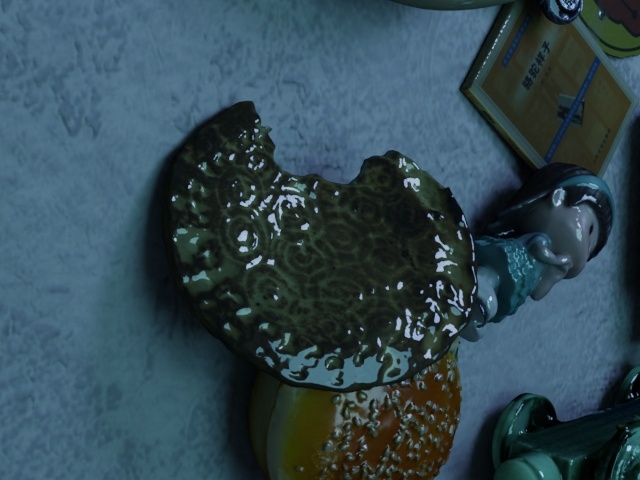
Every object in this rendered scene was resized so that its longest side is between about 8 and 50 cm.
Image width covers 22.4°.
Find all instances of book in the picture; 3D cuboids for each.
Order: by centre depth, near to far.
[{"bbox_3d":[0.256,-0.158,1.755,0.241,0.018,0.170,43,66,-37],"label":"book"}]

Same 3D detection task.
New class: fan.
[{"bbox_3d":[0.326,-0.280,1.827,0.229,0.011,0.335,35,71,-41],"label":"fan"}]

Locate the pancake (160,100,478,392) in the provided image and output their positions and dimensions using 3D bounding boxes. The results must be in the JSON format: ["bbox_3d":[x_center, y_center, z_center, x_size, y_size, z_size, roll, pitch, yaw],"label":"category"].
[{"bbox_3d":[0.000,0.000,1.410,0.288,0.033,0.286,-25,78,-31],"label":"pancake"}]

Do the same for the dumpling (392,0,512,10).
[{"bbox_3d":[0.096,-0.364,1.482,0.395,0.233,0.315,-13,73,-31],"label":"dumpling"}]

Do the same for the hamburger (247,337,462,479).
[{"bbox_3d":[0.033,0.157,1.484,0.237,0.147,0.237,-9,103,-42],"label":"hamburger"}]

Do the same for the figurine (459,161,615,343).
[{"bbox_3d":[0.212,0.016,1.686,0.245,0.110,0.138,-37,161,-33],"label":"figurine"}]

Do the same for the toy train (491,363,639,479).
[{"bbox_3d":[0.339,0.295,1.814,0.442,0.179,0.272,-8,108,-47],"label":"toy train"}]

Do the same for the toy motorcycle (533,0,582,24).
[{"bbox_3d":[0.222,-0.323,1.675,0.124,0.061,0.193,3,84,-32],"label":"toy motorcycle"}]
